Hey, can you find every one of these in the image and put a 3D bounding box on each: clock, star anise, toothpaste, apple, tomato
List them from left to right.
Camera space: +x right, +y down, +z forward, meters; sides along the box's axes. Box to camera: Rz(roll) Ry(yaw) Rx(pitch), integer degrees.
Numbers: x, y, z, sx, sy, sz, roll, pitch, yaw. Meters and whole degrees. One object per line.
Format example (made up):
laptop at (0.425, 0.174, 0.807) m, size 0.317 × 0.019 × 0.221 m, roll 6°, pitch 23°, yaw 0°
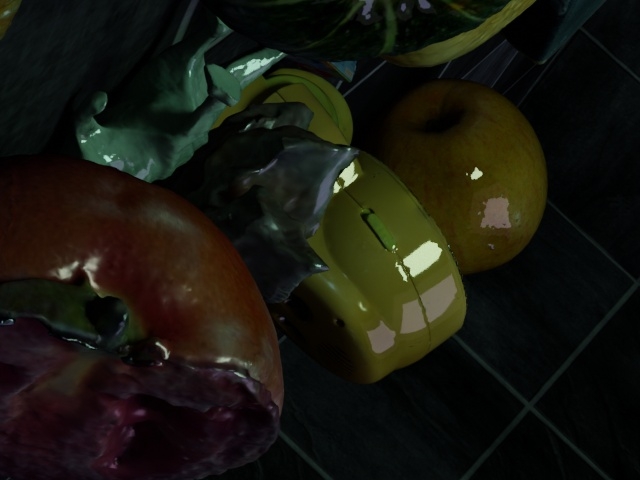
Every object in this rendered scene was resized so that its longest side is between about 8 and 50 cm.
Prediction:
tomato at (-0.194, 0.051, 1.187) m, size 0.289 × 0.335 × 0.176 m, roll -39°, pitch -136°, yaw 48°
star anise at (-0.106, 0.001, 1.420) m, size 0.332 × 0.117 × 0.331 m, roll -29°, pitch -144°, yaw 24°
toothpaste at (-0.009, -0.194, 1.673) m, size 0.193 × 0.070 × 0.044 m, roll 9°, pitch 95°, yaw -82°
clock at (0.000, 0.000, 1.716) m, size 0.200 × 0.317 × 0.244 m, roll -38°, pitch 172°, yaw -15°
apple at (0.187, -0.098, 2.472) m, size 0.299 × 0.299 × 0.275 m, roll -45°, pitch 145°, yaw -17°

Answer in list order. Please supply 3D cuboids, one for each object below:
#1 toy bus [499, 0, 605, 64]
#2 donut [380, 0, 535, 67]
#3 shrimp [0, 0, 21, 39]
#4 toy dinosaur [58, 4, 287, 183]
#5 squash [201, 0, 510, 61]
toy bus at (0.234, -0.328, 1.761) m, size 0.162 × 0.194 × 0.323 m, roll -45°, pitch 173°, yaw -10°
donut at (0.148, -0.312, 1.305) m, size 0.449 × 0.198 × 0.449 m, roll -45°, pitch 172°, yaw -8°
shrimp at (-0.236, -0.085, 0.882) m, size 0.217 × 0.051 × 0.115 m, roll -42°, pitch 165°, yaw -31°
toy dinosaur at (-0.102, -0.112, 1.332) m, size 0.393 × 0.092 × 0.205 m, roll -41°, pitch 177°, yaw -43°
squash at (0.030, -0.218, 1.004) m, size 0.252 × 0.165 × 0.252 m, roll -11°, pitch 149°, yaw -7°
